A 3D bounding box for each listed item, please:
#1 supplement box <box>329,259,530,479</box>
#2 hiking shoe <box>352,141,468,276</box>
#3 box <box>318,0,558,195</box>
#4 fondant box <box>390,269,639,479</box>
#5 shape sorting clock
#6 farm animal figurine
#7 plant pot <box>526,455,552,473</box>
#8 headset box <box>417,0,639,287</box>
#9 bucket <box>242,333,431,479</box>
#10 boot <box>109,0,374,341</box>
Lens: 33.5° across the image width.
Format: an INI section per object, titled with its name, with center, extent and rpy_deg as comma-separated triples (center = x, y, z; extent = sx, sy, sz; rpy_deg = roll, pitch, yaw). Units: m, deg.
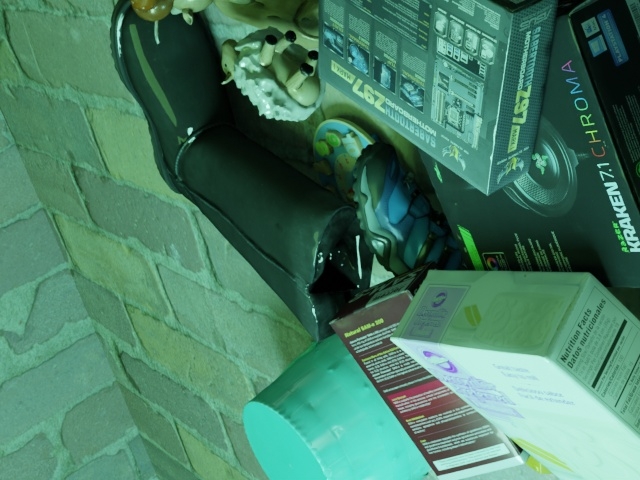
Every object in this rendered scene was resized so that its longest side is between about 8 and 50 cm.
[supplement box]
center = 0.134, 0.153, 1.213
extent = 0.130, 0.073, 0.239
rpy_deg = -26, 103, 42
[hiking shoe]
center = 0.144, 0.011, 1.254
extent = 0.132, 0.113, 0.304
rpy_deg = -18, 109, 26
[box]
center = 0.090, -0.173, 0.915
extent = 0.232, 0.059, 0.183
rpy_deg = 40, 146, 35
[fondant box]
center = 0.263, 0.159, 1.055
extent = 0.330, 0.096, 0.238
rpy_deg = 41, 160, -23
[shape sorting clock]
center = 0.052, -0.064, 1.394
extent = 0.206, 0.040, 0.206
rpy_deg = 40, 147, 33
[farm animal figurine]
center = -0.096, -0.321, 1.203
extent = 0.326, 0.330, 0.172
rpy_deg = 32, 152, -9
[plant pot]
center = 0.271, 0.229, 1.268
extent = 0.081, 0.083, 0.081
rpy_deg = 32, 143, 42
[headset box]
center = 0.216, -0.093, 0.986
extent = 0.283, 0.131, 0.246
rpy_deg = -1, 116, 60
[bucket]
center = 0.020, 0.305, 1.661
extent = 0.281, 0.183, 0.281
rpy_deg = 41, 148, 33
[boot]
center = -0.106, -0.114, 1.444
extent = 0.445, 0.146, 0.367
rpy_deg = 46, 160, 43
